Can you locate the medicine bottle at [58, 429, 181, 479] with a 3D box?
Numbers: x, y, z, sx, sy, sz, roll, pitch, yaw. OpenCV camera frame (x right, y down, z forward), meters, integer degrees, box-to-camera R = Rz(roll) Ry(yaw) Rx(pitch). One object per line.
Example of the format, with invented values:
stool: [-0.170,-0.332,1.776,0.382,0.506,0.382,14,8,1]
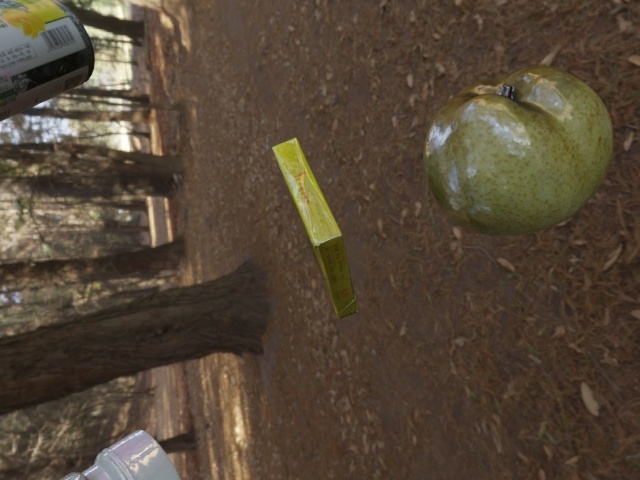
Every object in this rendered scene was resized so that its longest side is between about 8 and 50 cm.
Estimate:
medicine bottle: [-0.263,0.289,0.397,0.111,0.296,0.161,56,139,11]

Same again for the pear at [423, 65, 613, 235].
pear: [0.177,-0.083,0.440,0.167,0.167,0.137,38,154,63]

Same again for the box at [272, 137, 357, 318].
box: [0.000,0.000,0.677,0.279,0.041,0.153,72,175,-63]

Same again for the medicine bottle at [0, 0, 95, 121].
medicine bottle: [-0.471,-0.238,0.665,0.293,0.141,0.141,-56,-11,-45]
